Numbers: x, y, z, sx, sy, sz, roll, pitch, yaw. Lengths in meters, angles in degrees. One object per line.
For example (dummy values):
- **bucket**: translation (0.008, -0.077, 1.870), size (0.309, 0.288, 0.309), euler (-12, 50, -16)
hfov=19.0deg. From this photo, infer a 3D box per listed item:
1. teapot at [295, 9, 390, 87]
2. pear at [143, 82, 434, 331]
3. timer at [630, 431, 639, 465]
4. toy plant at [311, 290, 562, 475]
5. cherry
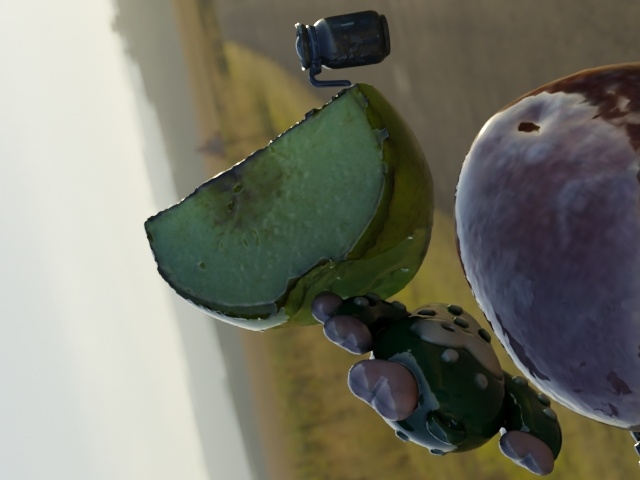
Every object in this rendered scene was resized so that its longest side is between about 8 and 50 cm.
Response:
- **teapot**: translation (0.021, -0.170, 1.712), size (0.049, 0.083, 0.063), euler (-117, 17, -83)
- **pear**: translation (0.000, 0.000, 1.878), size (0.159, 0.292, 0.292), euler (61, 174, 18)
- **timer**: translation (0.376, 0.239, 1.981), size (0.144, 0.055, 0.187), euler (58, 174, 40)
- **toy plant**: translation (0.110, 0.129, 1.777), size (0.112, 0.232, 0.243), euler (-62, 31, 19)
- **cherry**: translation (0.214, 0.005, 1.224), size (0.285, 0.236, 0.213), euler (22, 142, 41)
